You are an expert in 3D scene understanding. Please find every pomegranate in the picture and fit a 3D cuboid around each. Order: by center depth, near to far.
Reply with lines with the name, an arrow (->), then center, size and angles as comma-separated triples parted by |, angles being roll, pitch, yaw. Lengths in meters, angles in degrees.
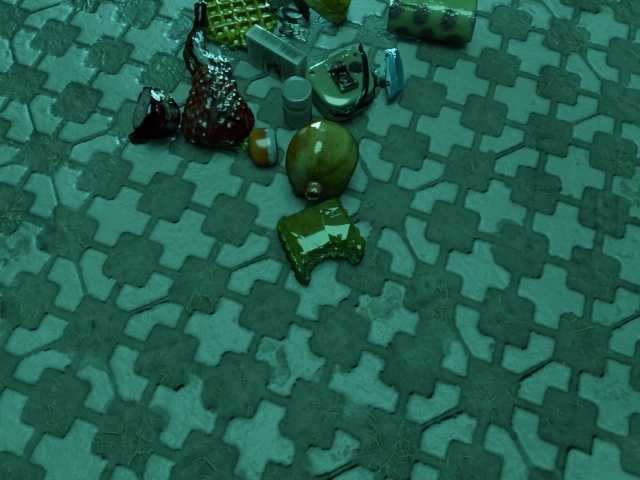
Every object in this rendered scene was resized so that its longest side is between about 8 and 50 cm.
pomegranate -> -0.002, -0.241, 1.469 | 0.229, 0.252, 0.270 | 23, 50, -10

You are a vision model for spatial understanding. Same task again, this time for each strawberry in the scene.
strawberry -> -0.344, -0.447, 1.563 | 0.254, 0.150, 0.280 | 17, 90, -1

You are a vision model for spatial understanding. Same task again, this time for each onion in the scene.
onion -> -0.580, -0.409, 1.595 | 0.218, 0.140, 0.195 | -50, 52, 23

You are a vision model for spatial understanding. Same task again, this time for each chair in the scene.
chair -> -0.133, -0.934, 1.775 | 0.149, 0.213, 0.174 | -14, 69, 17

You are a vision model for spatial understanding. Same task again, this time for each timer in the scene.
timer -> -0.208, -0.320, 1.581 | 0.136, 0.099, 0.136 | -2, 74, 7

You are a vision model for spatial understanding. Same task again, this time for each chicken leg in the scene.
chicken leg -> -0.426, -0.692, 1.691 | 0.158, 0.096, 0.406 | -17, 80, -8

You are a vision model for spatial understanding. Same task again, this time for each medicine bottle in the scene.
medicine bottle -> -0.080, -0.473, 1.600 | 0.105, 0.168, 0.104 | 0, 71, -1

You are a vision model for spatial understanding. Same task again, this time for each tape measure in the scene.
tape measure -> 0.103, -0.564, 1.659 | 0.271, 0.133, 0.231 | -32, 73, -15

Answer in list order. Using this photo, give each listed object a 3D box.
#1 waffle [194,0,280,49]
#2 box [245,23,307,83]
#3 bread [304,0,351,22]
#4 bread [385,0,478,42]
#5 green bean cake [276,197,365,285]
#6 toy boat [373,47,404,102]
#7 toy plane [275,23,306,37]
waffle -> -0.329, -0.884, 1.801 | 0.325, 0.068, 0.302 | 26, 73, 3
box -> -0.158, -0.661, 1.678 | 0.233, 0.149, 0.067 | 34, 70, 11
bread -> 0.021, -0.947, 1.757 | 0.236, 0.120, 0.198 | 13, 65, -43
bread -> 0.424, -0.869, 1.763 | 0.339, 0.155, 0.187 | 10, 62, 5
green bean cake -> 0.000, 0.000, 1.450 | 0.236, 0.124, 0.232 | -24, 72, -10
toy boat -> 0.251, -0.608, 1.712 | 0.102, 0.088, 0.215 | -14, 67, 31
toy plane -> -0.116, -0.814, 1.799 | 0.121, 0.031, 0.049 | 0, 75, 2
